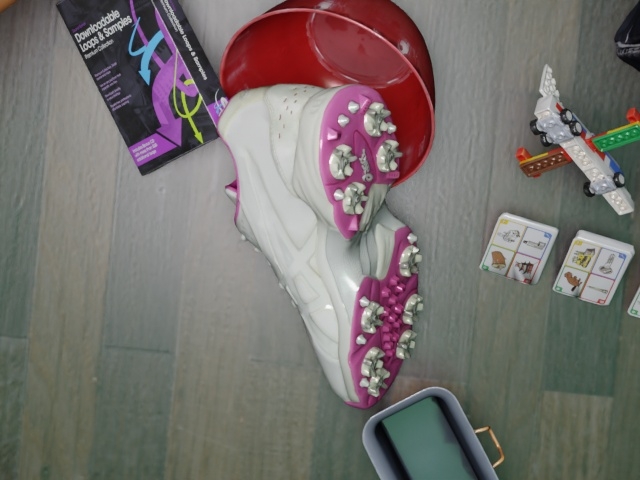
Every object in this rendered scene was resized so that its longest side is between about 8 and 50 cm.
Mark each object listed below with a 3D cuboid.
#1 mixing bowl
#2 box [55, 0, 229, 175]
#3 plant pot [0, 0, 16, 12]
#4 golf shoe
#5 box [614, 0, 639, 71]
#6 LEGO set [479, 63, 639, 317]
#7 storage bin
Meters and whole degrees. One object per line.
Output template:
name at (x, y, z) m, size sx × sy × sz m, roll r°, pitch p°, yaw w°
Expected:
mixing bowl at (0.021, -0.137, 1.489) m, size 0.181 × 0.098 × 0.181 m, roll 14°, pitch 135°, yaw 15°
box at (-0.143, -0.144, 1.506) m, size 0.029 × 0.116 × 0.162 m, roll -29°, pitch 94°, yaw -42°
plant pot at (-0.301, -0.269, 1.350) m, size 0.203 × 0.291 × 0.291 m, roll -28°, pitch 94°, yaw -26°
golf shoe at (0.000, 0.000, 1.492) m, size 0.140 × 0.115 × 0.306 m, roll 14°, pitch 130°, yaw 30°
box at (0.510, -0.131, 1.319) m, size 0.480 × 0.472 × 0.297 m, roll 32°, pitch 93°, yaw -2°
LEGO set at (0.242, -0.039, 1.480) m, size 0.182 × 0.244 × 0.060 m, roll 16°, pitch 52°, yaw 3°
storage bin at (0.100, 0.182, 1.534) m, size 0.098 × 0.091 × 0.135 m, roll -28°, pitch 95°, yaw 2°
